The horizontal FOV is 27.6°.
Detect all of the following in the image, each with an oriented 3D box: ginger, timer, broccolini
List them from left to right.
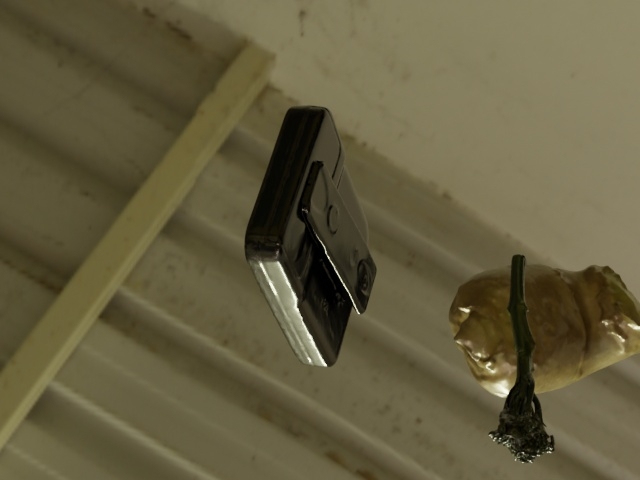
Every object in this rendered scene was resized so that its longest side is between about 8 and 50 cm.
[{"bbox_3d":[0.000,0.000,1.030,0.055,0.187,0.144,4,-123,19],"label":"timer"},{"bbox_3d":[0.172,0.093,1.086,0.044,0.042,0.218,33,-138,-20],"label":"broccolini"},{"bbox_3d":[0.234,0.088,1.367,0.267,0.152,0.138,-10,-107,-27],"label":"ginger"}]
